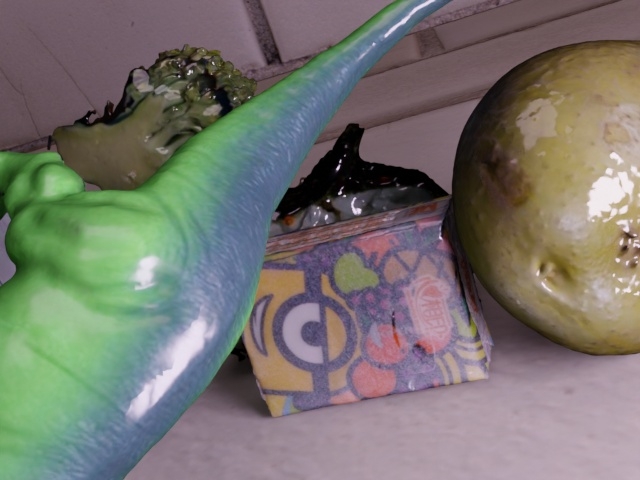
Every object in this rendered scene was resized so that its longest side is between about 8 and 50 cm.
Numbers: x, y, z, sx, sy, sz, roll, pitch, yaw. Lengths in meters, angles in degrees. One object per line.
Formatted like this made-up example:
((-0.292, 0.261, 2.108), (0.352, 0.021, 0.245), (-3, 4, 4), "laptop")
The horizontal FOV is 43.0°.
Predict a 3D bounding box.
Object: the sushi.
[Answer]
((0.000, 0.000, 0.601), (0.212, 0.147, 0.115), (-15, 18, 18), "sushi")

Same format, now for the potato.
((0.181, -0.041, 0.495), (0.159, 0.174, 0.251), (-4, 24, 37), "potato")

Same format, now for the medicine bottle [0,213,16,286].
((-0.352, 0.064, 0.724), (0.225, 0.139, 0.139), (-24, 18, 10), "medicine bottle")

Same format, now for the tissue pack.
((0.025, 0.042, 0.514), (0.148, 0.109, 0.060), (-14, 15, 18), "tissue pack")

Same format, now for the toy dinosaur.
((-0.050, 0.024, 0.386), (0.500, 0.144, 0.374), (-31, 39, 4), "toy dinosaur")

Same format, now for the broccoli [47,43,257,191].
((-0.153, -0.095, 0.933), (0.273, 0.242, 0.180), (2, 5, 33), "broccoli")
